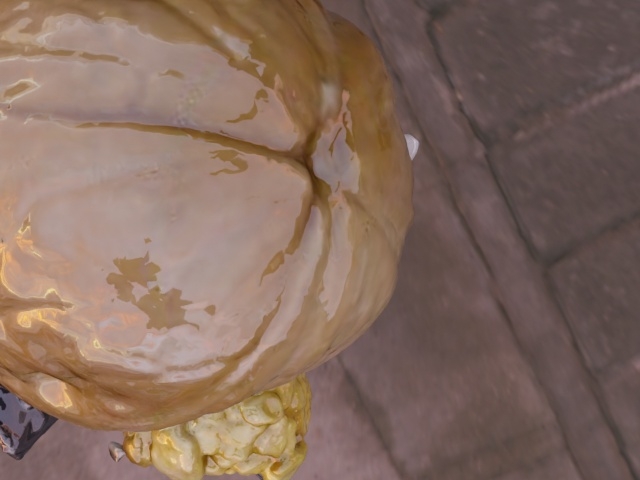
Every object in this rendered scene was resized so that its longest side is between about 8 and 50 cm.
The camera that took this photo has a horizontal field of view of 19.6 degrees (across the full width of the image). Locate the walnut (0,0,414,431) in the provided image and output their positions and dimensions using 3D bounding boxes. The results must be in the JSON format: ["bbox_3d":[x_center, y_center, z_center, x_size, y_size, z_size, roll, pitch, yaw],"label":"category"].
[{"bbox_3d":[-0.105,-0.032,1.028,0.277,0.313,0.252,-19,102,-40],"label":"walnut"}]

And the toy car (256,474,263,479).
[{"bbox_3d":[-0.074,0.204,1.856,0.025,0.093,0.041,-44,142,4],"label":"toy car"}]

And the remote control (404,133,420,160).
[{"bbox_3d":[0.000,0.000,1.960,0.055,0.103,0.277,36,108,19],"label":"remote control"}]

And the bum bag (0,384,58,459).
[{"bbox_3d":[-0.254,0.027,1.206,0.248,0.060,0.123,47,52,-19],"label":"bum bag"}]

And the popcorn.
[{"bbox_3d":[-0.076,0.123,1.576,0.163,0.194,0.140,19,132,18],"label":"popcorn"}]
